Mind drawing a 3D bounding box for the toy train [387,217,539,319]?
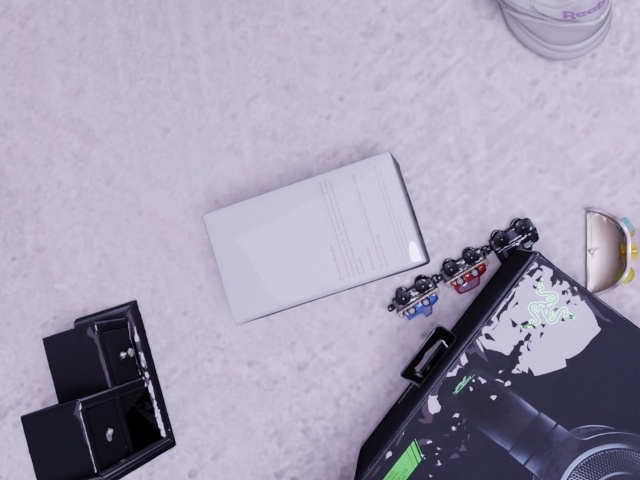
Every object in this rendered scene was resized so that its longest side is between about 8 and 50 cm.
[{"bbox_3d":[0.135,0.031,0.728,0.158,0.027,0.036,-31,95,8],"label":"toy train"}]

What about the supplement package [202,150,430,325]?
[{"bbox_3d":[0.000,0.000,0.713,0.179,0.105,0.105,-18,86,9],"label":"supplement package"}]

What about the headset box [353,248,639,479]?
[{"bbox_3d":[0.196,0.174,0.647,0.283,0.131,0.246,38,95,5],"label":"headset box"}]

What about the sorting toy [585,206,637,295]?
[{"bbox_3d":[0.260,0.010,0.678,0.045,0.075,0.083,0,89,11],"label":"sorting toy"}]

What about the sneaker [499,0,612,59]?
[{"bbox_3d":[0.150,-0.300,0.671,0.114,0.152,0.305,-42,80,9],"label":"sneaker"}]

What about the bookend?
[{"bbox_3d":[-0.216,0.144,0.725,0.072,0.156,0.157,-18,84,10],"label":"bookend"}]
